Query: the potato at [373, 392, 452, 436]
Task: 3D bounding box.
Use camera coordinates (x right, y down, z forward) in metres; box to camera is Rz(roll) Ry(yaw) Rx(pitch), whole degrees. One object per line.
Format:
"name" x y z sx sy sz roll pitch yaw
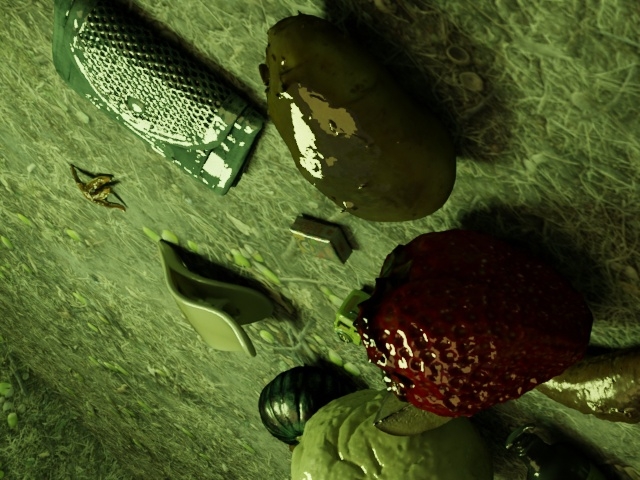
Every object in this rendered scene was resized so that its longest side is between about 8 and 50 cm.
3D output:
"potato" 0.175 0.250 1.882 0.172 0.101 0.089 -37 115 18

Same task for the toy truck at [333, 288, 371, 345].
"toy truck" 0.103 0.141 1.856 0.169 0.077 0.100 31 158 15

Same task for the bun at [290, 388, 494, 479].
"bun" 0.130 0.371 2.030 0.348 0.227 0.352 15 155 -13

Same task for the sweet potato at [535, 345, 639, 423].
"sweet potato" 0.380 0.185 1.546 0.341 0.092 0.114 -9 113 57

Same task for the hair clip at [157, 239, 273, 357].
"hair clip" -0.200 0.125 2.189 0.282 0.113 0.172 19 150 36

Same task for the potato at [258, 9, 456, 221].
"potato" 0.034 -0.135 1.382 0.191 0.141 0.296 -1 133 50

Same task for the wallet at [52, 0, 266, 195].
"wallet" -0.246 -0.211 1.706 0.342 0.075 0.237 37 153 1

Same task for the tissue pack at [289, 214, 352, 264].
"tissue pack" 0.000 0.000 1.791 0.083 0.035 0.063 17 149 38

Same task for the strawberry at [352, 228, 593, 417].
"strawberry" 0.199 0.110 1.498 0.288 0.250 0.239 -2 135 17

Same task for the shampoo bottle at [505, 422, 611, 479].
"shampoo bottle" 0.402 0.393 1.876 0.284 0.101 0.101 42 155 -12

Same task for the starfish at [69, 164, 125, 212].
"starfish" -0.422 -0.093 2.183 0.130 0.041 0.133 32 155 14

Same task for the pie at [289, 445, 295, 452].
"pie" 0.072 0.504 2.484 0.288 0.103 0.354 46 166 -33

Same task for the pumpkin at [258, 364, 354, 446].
"pumpkin" -0.022 0.318 2.251 0.194 0.150 0.194 25 163 8
